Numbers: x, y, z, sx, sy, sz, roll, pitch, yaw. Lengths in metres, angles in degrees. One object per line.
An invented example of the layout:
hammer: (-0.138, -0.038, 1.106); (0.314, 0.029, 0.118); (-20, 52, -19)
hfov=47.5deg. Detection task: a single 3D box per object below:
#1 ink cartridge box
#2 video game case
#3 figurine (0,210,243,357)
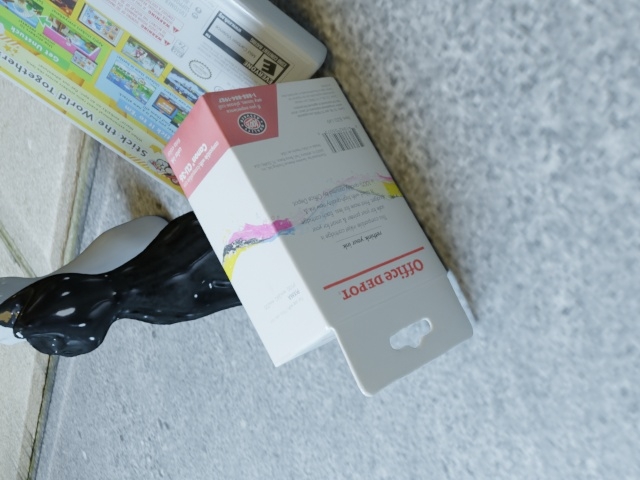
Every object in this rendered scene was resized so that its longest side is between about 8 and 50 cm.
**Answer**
ink cartridge box: (0.000, 0.000, 0.461); (0.067, 0.115, 0.198); (-41, 74, 46)
video game case: (-0.140, -0.142, 0.530); (0.227, 0.026, 0.206); (35, 139, -16)
figurine: (-0.184, 0.038, 0.603); (0.214, 0.209, 0.093); (-5, 100, 48)
